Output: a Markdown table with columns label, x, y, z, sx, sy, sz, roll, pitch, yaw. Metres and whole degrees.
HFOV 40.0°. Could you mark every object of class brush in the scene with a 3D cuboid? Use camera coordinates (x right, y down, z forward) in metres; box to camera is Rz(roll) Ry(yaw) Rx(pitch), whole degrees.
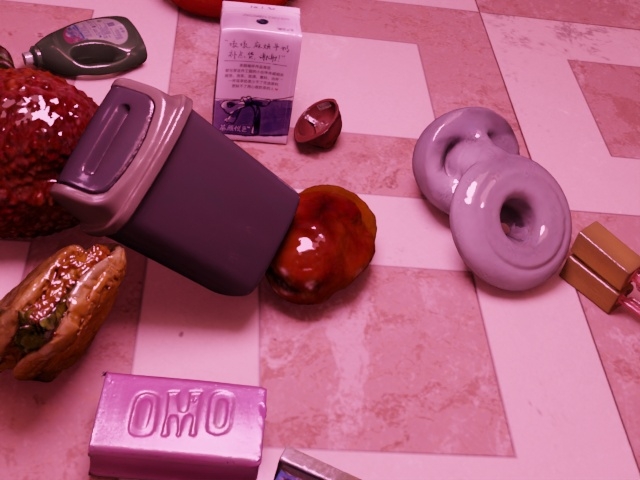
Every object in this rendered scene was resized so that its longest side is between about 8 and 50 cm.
| label | x | y | z | sx | sy | sz | roll | pitch | yaw |
| --- | --- | --- | --- | --- | --- | --- | --- | --- | --- |
| brush | 0.474 | 0.083 | 1.320 | 0.047 | 0.103 | 0.233 | -27 | 56 | -30 |

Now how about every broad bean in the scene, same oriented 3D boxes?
| label | x | y | z | sx | sy | sz | roll | pitch | yaw |
| --- | --- | --- | --- | --- | --- | --- | --- | --- | --- |
| broad bean | 0.002 | -0.001 | 1.291 | 0.156 | 0.122 | 0.228 | 25 | 48 | 18 |

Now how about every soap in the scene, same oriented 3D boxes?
| label | x | y | z | sx | sy | sz | roll | pitch | yaw |
| --- | --- | --- | --- | --- | --- | --- | --- | --- | --- |
| soap | -0.169 | 0.227 | 1.056 | 0.203 | 0.065 | 0.122 | 6 | 43 | -6 |

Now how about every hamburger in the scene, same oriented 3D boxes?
| label | x | y | z | sx | sy | sz | roll | pitch | yaw |
| --- | --- | --- | --- | --- | --- | --- | --- | --- | --- |
| hamburger | -0.322 | 0.092 | 1.082 | 0.130 | 0.206 | 0.183 | 48 | 44 | -15 |

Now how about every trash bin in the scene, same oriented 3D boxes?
| label | x | y | z | sx | sy | sz | roll | pitch | yaw |
| --- | --- | --- | --- | --- | --- | --- | --- | --- | --- |
| trash bin | -0.191 | -0.063 | 1.170 | 0.290 | 0.182 | 0.209 | 34 | 72 | -27 |

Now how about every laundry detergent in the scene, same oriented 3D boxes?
| label | x | y | z | sx | sy | sz | roll | pitch | yaw |
| --- | --- | --- | --- | --- | --- | --- | --- | --- | --- |
| laundry detergent | -0.432 | -0.345 | 1.598 | 0.211 | 0.063 | 0.137 | -20 | 58 | -29 |

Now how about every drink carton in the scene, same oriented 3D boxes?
| label | x | y | z | sx | sy | sz | roll | pitch | yaw |
| --- | --- | --- | --- | --- | --- | --- | --- | --- | --- |
| drink carton | -0.110 | -0.282 | 1.483 | 0.134 | 0.222 | 0.101 | 5 | 44 | -8 |

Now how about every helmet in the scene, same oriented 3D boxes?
| label | x | y | z | sx | sy | sz | roll | pitch | yaw |
| --- | --- | --- | --- | --- | --- | --- | --- | --- | --- |
| helmet | 0.004 | -0.191 | 1.536 | 0.089 | 0.057 | 0.111 | -13 | 42 | 27 |

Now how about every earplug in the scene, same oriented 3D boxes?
| label | x | y | z | sx | sy | sz | roll | pitch | yaw |
| --- | --- | --- | --- | --- | --- | --- | --- | --- | --- |
| earplug | 0.265 | -0.070 | 1.399 | 0.214 | 0.175 | 0.325 | -11 | 57 | -25 |

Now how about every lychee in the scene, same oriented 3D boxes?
| label | x | y | z | sx | sy | sz | roll | pitch | yaw |
| --- | --- | --- | --- | --- | --- | --- | --- | --- | --- |
| lychee | -0.419 | -0.124 | 1.236 | 0.261 | 0.260 | 0.260 | 6 | 44 | -6 |

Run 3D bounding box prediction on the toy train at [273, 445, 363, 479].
| label | x | y | z | sx | sy | sz | roll | pitch | yaw |
| --- | --- | --- | --- | --- | --- | --- | --- | --- | --- |
| toy train | 0.038 | 0.363 | 0.923 | 0.300 | 0.131 | 0.202 | 22 | 37 | 10 |

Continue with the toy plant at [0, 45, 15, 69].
| label | x | y | z | sx | sy | sz | roll | pitch | yaw |
| --- | --- | --- | --- | --- | --- | --- | --- | --- | --- |
| toy plant | -0.549 | -0.256 | 1.461 | 0.093 | 0.092 | 0.162 | -10 | 51 | -21 |

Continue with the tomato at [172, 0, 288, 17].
| label | x | y | z | sx | sy | sz | roll | pitch | yaw |
| --- | --- | --- | --- | --- | --- | --- | --- | --- | --- |
| tomato | -0.175 | -0.600 | 1.770 | 0.325 | 0.293 | 0.289 | -13 | 63 | -31 |
